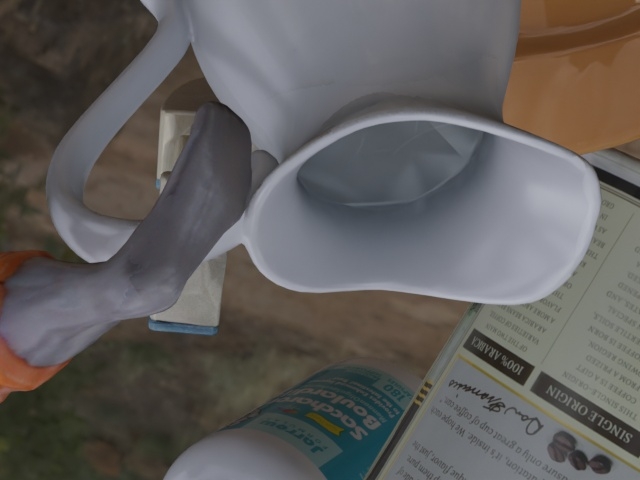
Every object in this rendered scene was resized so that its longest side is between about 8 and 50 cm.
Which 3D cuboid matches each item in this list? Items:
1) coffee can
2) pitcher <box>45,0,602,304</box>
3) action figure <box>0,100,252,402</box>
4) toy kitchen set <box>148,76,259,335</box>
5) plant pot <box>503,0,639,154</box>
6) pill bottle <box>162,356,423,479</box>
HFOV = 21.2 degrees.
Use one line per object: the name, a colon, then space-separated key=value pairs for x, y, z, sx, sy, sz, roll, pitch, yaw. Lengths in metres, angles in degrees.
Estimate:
coffee can: x=0.144 y=0.113 z=0.891 sx=0.201 sy=0.275 sz=0.201 roll=31 pitch=-179 yaw=-1
pitcher: x=-0.010 y=-0.071 z=0.607 sx=0.178 sy=0.207 sz=0.125 roll=-4 pitch=136 yaw=-8
action figure: x=-0.168 y=0.059 z=0.465 sx=0.330 sy=0.178 sz=0.341 roll=-10 pitch=133 yaw=16
toy kitchen set: x=0.000 y=0.000 z=1.055 sx=0.207 sy=0.166 sz=0.122 roll=3 pitch=133 yaw=-5
plant pot: x=0.082 y=-0.205 z=0.818 sx=0.291 sy=0.291 sz=0.203 roll=12 pitch=136 yaw=23
pill bottle: x=-0.017 y=0.184 z=1.189 sx=0.146 sy=0.146 sz=0.264 roll=10 pitch=-162 yaw=27
